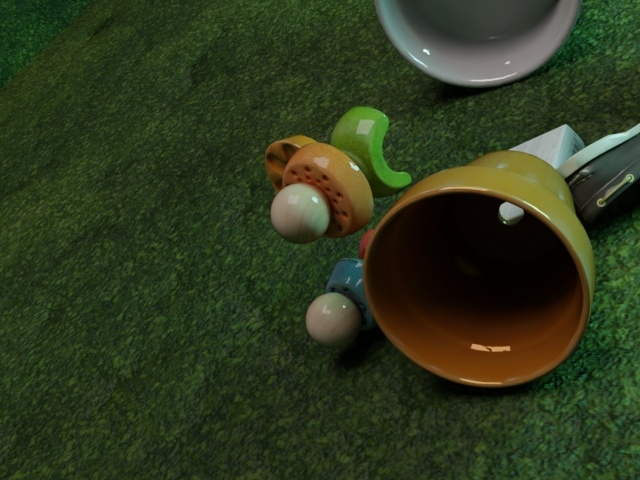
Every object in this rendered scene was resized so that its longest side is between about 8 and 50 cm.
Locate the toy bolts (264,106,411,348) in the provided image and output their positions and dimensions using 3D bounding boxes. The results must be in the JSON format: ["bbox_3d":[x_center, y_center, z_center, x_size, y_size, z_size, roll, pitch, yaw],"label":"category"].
[{"bbox_3d":[0.000,0.000,1.004,0.218,0.229,0.158,0,34,49],"label":"toy bolts"}]

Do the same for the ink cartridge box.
[{"bbox_3d":[0.210,-0.045,1.079,0.179,0.045,0.145,-27,27,45],"label":"ink cartridge box"}]

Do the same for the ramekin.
[{"bbox_3d":[0.220,-0.363,1.283,0.277,0.277,0.135,-16,27,25],"label":"ramekin"}]

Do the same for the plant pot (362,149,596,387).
[{"bbox_3d":[0.167,0.005,0.899,0.205,0.205,0.188,-13,21,29],"label":"plant pot"}]

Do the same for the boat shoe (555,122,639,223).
[{"bbox_3d":[0.352,-0.094,0.979,0.227,0.069,0.081,-28,-13,-8],"label":"boat shoe"}]
